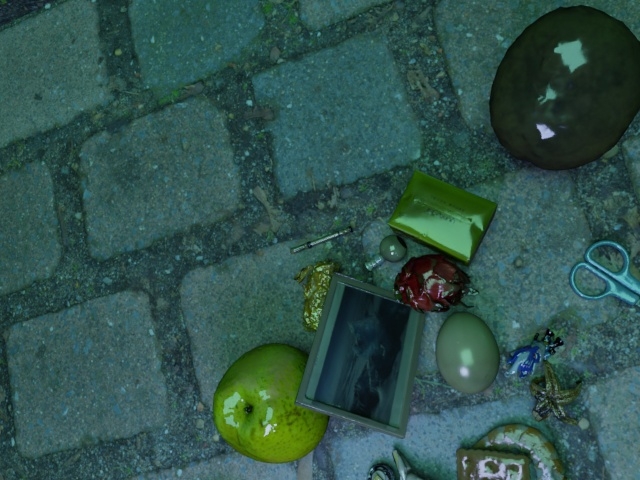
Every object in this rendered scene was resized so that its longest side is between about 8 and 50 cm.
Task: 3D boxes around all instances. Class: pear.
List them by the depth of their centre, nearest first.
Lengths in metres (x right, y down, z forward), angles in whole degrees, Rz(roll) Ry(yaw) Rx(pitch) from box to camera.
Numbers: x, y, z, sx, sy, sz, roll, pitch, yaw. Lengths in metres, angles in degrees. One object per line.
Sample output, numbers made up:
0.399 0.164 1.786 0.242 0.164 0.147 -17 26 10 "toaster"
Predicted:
-0.148 0.501 1.654 0.390 0.391 0.392 -2 81 15 "pear"

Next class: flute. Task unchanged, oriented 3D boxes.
0.000 0.000 1.866 0.232 0.027 0.027 -20 77 12 "flute"

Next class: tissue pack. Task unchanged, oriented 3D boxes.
0.383 -0.067 1.693 0.274 0.167 0.201 26 87 19 "tissue pack"

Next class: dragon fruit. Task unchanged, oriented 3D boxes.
0.354 0.135 1.661 0.273 0.192 0.193 -2 70 0 "dragon fruit"

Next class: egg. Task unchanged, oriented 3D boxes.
0.437 0.333 1.609 0.185 0.186 0.242 -5 75 15 "egg"

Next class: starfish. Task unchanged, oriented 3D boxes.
0.693 0.447 1.583 0.146 0.074 0.190 -6 78 21 "starfish"

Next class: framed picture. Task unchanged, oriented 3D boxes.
0.137 0.328 1.617 0.325 0.028 0.447 18 55 0 "framed picture"

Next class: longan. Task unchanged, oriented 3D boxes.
0.702 -0.423 1.540 0.403 0.404 0.436 25 112 18 "longan"

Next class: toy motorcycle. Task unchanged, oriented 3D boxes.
0.276 0.783 1.586 0.222 0.108 0.341 -40 47 6 "toy motorcycle"

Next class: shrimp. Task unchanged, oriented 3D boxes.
0.579 0.633 1.586 0.286 0.068 0.186 6 85 17 "shrimp"

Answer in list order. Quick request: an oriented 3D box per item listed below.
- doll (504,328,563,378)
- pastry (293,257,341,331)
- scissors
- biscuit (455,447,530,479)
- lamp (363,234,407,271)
0.633 0.348 1.617 0.195 0.070 0.096 -40 43 4 "doll"
-0.004 0.180 1.800 0.154 0.102 0.250 -1 83 20 "pastry"
0.956 0.182 1.566 0.447 0.029 0.193 38 93 18 "scissors"
0.506 0.776 1.567 0.216 0.044 0.325 -3 86 25 "biscuit"
0.206 0.051 1.776 0.163 0.091 0.091 -38 73 22 "lamp"
